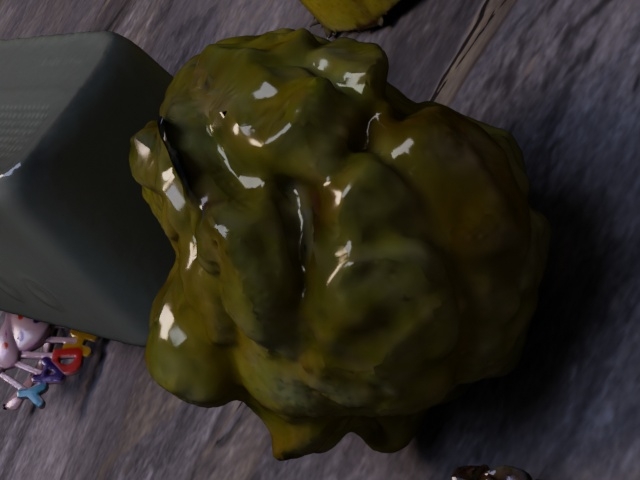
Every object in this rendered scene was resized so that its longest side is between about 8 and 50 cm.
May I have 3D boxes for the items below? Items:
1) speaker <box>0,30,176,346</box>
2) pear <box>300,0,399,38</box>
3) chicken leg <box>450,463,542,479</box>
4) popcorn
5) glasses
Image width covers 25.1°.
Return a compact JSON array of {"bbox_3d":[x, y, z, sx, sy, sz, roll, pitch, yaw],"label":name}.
[{"bbox_3d":[-0.232,-0.053,1.184,0.406,0.184,0.183,6,58,52],"label":"speaker"},{"bbox_3d":[0.004,-0.291,1.055,0.267,0.178,0.267,-33,48,46],"label":"pear"},{"bbox_3d":[0.054,0.210,0.722,0.125,0.080,0.196,-12,52,45],"label":"chicken leg"},{"bbox_3d":[0.000,0.000,0.820,0.286,0.215,0.252,-144,47,-62],"label":"popcorn"},{"bbox_3d":[-0.255,0.062,1.359,0.162,0.095,0.255,-17,49,22],"label":"glasses"}]
